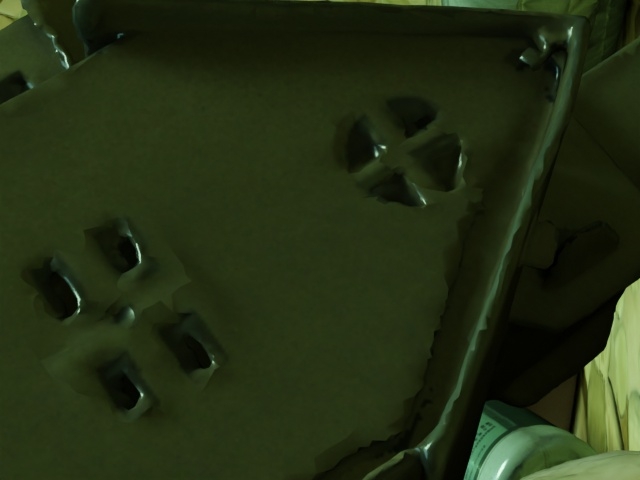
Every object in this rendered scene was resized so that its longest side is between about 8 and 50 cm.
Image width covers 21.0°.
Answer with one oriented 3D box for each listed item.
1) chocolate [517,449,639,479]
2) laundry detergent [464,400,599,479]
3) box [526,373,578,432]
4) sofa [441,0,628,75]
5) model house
[{"bbox_3d":[0.067,0.134,0.404,0.309,0.134,0.134,93,177,-63],"label":"chocolate"},{"bbox_3d":[0.061,0.105,0.827,0.226,0.070,0.099,28,142,65],"label":"laundry detergent"},{"bbox_3d":[0.094,0.043,1.020,0.215,0.086,0.215,88,180,-49],"label":"box"},{"bbox_3d":[0.040,-0.161,0.767,0.210,0.176,0.225,87,-178,-68],"label":"sofa"},{"bbox_3d":[0.000,0.000,0.472,0.204,0.243,0.211,53,164,19],"label":"model house"}]
